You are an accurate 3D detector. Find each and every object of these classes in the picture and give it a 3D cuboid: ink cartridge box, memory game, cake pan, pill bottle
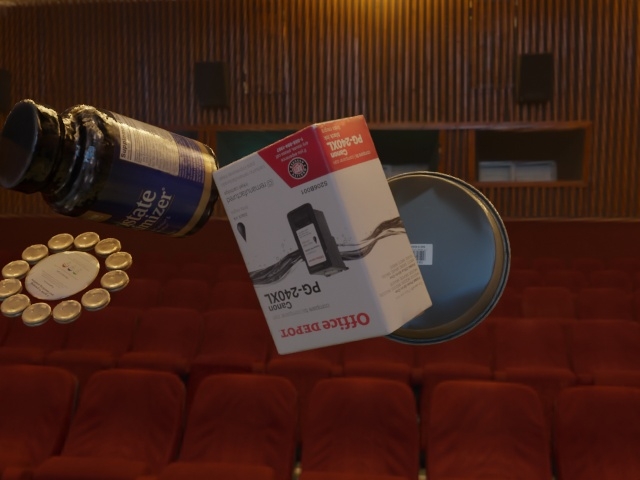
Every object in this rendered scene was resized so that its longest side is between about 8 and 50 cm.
[{"bbox_3d":[0.000,0.000,0.490,0.109,0.150,0.063,-18,3,39],"label":"ink cartridge box"},{"bbox_3d":[-0.352,0.050,0.921,0.186,0.186,0.012,2,-50,5],"label":"memory game"},{"bbox_3d":[0.159,0.022,1.092,0.293,0.293,0.054,-1,-11,15],"label":"cake pan"},{"bbox_3d":[-0.230,-0.078,0.743,0.123,0.123,0.219,-10,-16,41],"label":"pill bottle"}]
